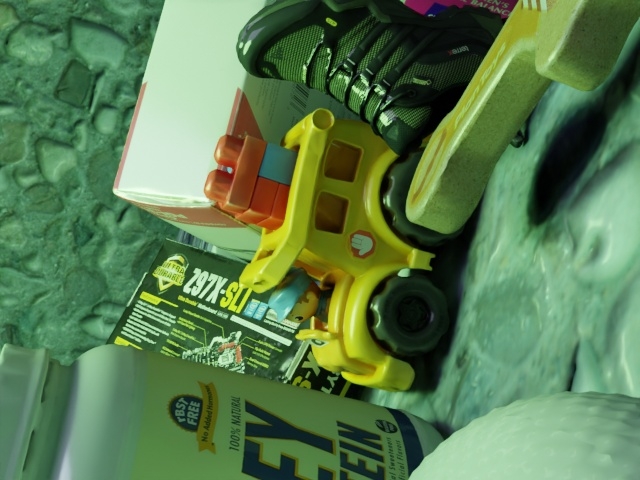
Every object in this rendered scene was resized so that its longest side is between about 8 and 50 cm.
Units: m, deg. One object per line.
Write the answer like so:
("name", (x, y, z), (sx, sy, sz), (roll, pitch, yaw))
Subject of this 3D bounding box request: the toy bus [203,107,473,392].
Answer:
("toy bus", (0.000, 0.000, 0.854), (0.149, 0.211, 0.220), (163, 120, -72))

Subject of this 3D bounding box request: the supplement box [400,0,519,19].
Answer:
("supplement box", (0.138, -0.263, 0.800), (0.220, 0.111, 0.114), (134, 149, -63))

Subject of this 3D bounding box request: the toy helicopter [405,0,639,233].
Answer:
("toy helicopter", (0.139, -0.149, 0.626), (0.235, 0.140, 0.355), (-80, 14, -47))

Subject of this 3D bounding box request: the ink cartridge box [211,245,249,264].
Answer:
("ink cartridge box", (-0.123, 0.182, 1.311), (0.211, 0.122, 0.289), (-97, 27, -55))

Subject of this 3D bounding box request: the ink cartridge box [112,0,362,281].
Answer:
("ink cartridge box", (-0.055, -0.090, 1.023), (0.283, 0.117, 0.207), (33, -114, -59))

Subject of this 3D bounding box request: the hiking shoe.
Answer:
("hiking shoe", (0.046, -0.125, 0.781), (0.086, 0.227, 0.114), (90, -176, -59))

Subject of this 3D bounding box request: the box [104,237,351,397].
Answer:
("box", (-0.119, 0.147, 1.052), (0.322, 0.079, 0.257), (14, 71, 51))

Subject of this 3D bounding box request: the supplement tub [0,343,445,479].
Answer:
("supplement tub", (-0.088, 0.206, 0.730), (0.235, 0.325, 0.235), (-165, 90, -76))

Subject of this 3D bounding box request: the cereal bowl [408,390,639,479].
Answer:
("cereal bowl", (0.077, 0.227, 0.458), (0.339, 0.141, 0.338), (-166, 90, -76))
